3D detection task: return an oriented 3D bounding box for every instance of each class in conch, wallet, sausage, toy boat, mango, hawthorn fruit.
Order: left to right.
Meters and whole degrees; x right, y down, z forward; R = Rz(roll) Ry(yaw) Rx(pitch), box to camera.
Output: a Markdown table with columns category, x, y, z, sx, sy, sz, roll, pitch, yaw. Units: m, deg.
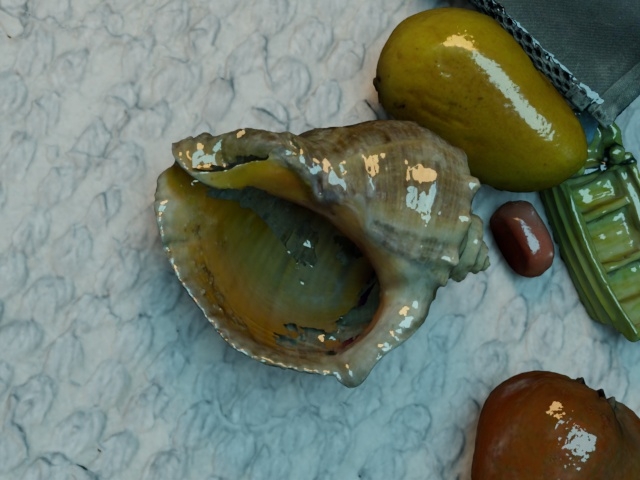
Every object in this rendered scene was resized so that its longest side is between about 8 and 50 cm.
| category | x | y | z | sx | sy | sz | roll | pitch | yaw |
| --- | --- | --- | --- | --- | --- | --- | --- | --- | --- |
| conch | 0.002 | 0.005 | 1.492 | 0.352 | 0.210 | 0.297 | 13 | 75 | 10 |
| mango | 0.180 | -0.153 | 1.575 | 0.262 | 0.167 | 0.130 | 43 | 26 | 4 |
| sausage | 0.237 | -0.003 | 1.620 | 0.054 | 0.059 | 0.094 | -23 | 81 | -36 |
| wallet | 0.269 | -0.302 | 1.657 | 0.342 | 0.075 | 0.237 | 46 | 53 | 4 |
| hawthorn fruit | 0.245 | 0.268 | 1.507 | 0.199 | 0.199 | 0.251 | 26 | 84 | -8 |
| toy boat | 0.333 | -0.019 | 1.640 | 0.111 | 0.084 | 0.276 | -21 | 88 | -21 |
